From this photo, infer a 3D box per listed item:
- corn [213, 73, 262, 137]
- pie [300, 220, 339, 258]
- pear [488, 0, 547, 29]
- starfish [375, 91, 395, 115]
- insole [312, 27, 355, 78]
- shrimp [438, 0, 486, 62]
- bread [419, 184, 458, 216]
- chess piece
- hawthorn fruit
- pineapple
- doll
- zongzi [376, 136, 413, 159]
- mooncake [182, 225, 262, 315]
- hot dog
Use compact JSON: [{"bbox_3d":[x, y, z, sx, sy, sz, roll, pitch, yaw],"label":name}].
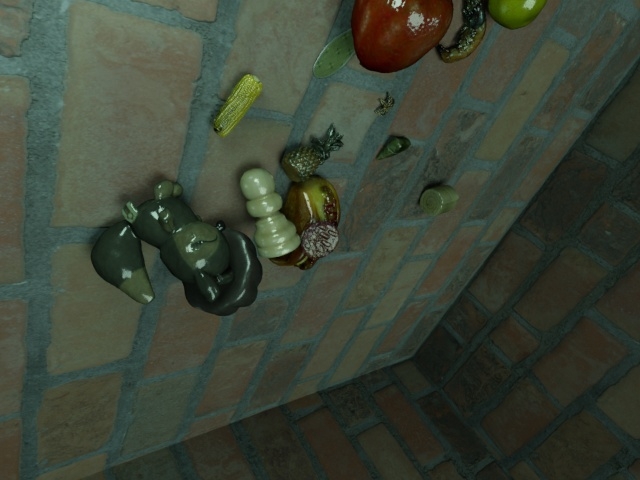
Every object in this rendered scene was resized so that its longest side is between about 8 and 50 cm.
[{"bbox_3d":[-0.244,-0.392,1.263,0.203,0.072,0.072,-49,144,15],"label":"corn"},{"bbox_3d":[0.000,0.000,1.576,0.155,0.036,0.154,-11,117,-22],"label":"pie"},{"bbox_3d":[0.696,-0.852,1.530,0.198,0.198,0.198,-25,143,-21],"label":"pear"},{"bbox_3d":[0.246,-0.510,1.625,0.078,0.028,0.091,-11,131,-32],"label":"starfish"},{"bbox_3d":[0.102,-0.630,1.377,0.322,0.007,0.109,-38,146,-1],"label":"insole"},{"bbox_3d":[0.509,-0.768,1.559,0.222,0.054,0.290,-36,149,-5],"label":"shrimp"},{"bbox_3d":[0.601,-0.205,2.202,0.141,0.134,0.148,-17,151,-36],"label":"bread"},{"bbox_3d":[-0.188,-0.102,1.498,0.167,0.167,0.299,-26,114,-19],"label":"chess piece"},{"bbox_3d":[0.220,-0.636,1.237,0.295,0.295,0.311,11,111,-49],"label":"hawthorn fruit"},{"bbox_3d":[-0.017,-0.309,1.549,0.251,0.125,0.125,-40,147,-18],"label":"pineapple"},{"bbox_3d":[-0.461,0.050,1.353,0.379,0.382,0.252,-36,-179,19],"label":"doll"},{"bbox_3d":[0.316,-0.383,1.830,0.130,0.062,0.154,-40,168,37],"label":"zongzi"},{"bbox_3d":[-0.345,0.109,1.524,0.306,0.306,0.154,-40,159,-1],"label":"mooncake"},{"bbox_3d":[-0.055,-0.039,1.699,0.185,0.223,0.405,0,128,-40],"label":"hot dog"}]
